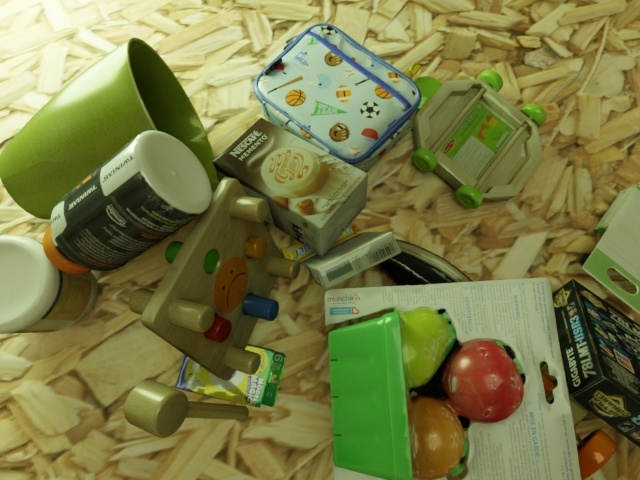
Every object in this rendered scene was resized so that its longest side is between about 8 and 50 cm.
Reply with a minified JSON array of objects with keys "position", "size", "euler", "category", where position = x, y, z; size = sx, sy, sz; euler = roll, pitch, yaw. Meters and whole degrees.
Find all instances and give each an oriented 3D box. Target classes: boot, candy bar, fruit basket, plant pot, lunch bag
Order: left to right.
[{"position":[-0.375,-0.154,0.760],"size":[0.294,0.275,0.274],"euler":[-22,82,6],"category":"plant pot"},{"position":[0.000,0.000,0.874],"size":[0.162,0.018,0.040],"euler":[-25,83,-10],"category":"candy bar"},{"position":[0.031,-0.284,0.863],"size":[0.303,0.115,0.243],"euler":[43,81,14],"category":"lunch bag"},{"position":[0.193,0.204,0.802],"size":[0.377,0.138,0.284],"euler":[41,77,-3],"category":"boot"},{"position":[0.188,0.227,0.667],"size":[0.354,0.165,0.326],"euler":[-3,78,-2],"category":"fruit basket"}]

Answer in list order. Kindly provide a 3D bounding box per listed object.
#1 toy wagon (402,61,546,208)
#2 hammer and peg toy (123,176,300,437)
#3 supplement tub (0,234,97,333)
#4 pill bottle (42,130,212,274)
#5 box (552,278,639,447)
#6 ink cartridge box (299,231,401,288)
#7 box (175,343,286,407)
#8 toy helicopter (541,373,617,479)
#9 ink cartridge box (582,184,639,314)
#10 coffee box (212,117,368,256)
[{"position":[0.306,-0.242,0.932],"size":[0.344,0.068,0.267],"euler":[40,77,3],"category":"toy wagon"},{"position":[-0.170,0.118,0.689],"size":[0.128,0.266,0.361],"euler":[10,61,22],"category":"hammer and peg toy"},{"position":[-0.464,0.078,0.713],"size":[0.145,0.199,0.144],"euler":[1,79,-7],"category":"supplement tub"},{"position":[-0.285,-0.039,0.624],"size":[0.246,0.130,0.130],"euler":[-29,82,22],"category":"pill bottle"},{"position":[0.563,0.242,0.776],"size":[0.296,0.293,0.073],"euler":[36,122,0],"category":"box"},{"position":[0.045,0.032,0.795],"size":[0.146,0.179,0.045],"euler":[-25,94,-11],"category":"ink cartridge box"},{"position":[-0.159,0.237,0.798],"size":[0.179,0.043,0.105],"euler":[14,77,-5],"category":"box"},{"position":[0.328,0.392,0.765],"size":[0.355,0.235,0.140],"euler":[-48,59,9],"category":"toy helicopter"},{"position":[0.663,0.023,0.927],"size":[0.171,0.056,0.235],"euler":[40,80,3],"category":"ink cartridge box"},{"position":[-0.054,-0.102,0.801],"size":[0.247,0.098,0.141],"euler":[31,65,20],"category":"coffee box"}]
